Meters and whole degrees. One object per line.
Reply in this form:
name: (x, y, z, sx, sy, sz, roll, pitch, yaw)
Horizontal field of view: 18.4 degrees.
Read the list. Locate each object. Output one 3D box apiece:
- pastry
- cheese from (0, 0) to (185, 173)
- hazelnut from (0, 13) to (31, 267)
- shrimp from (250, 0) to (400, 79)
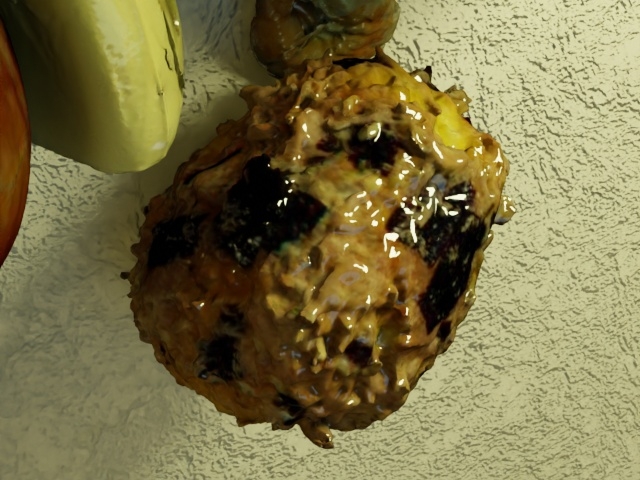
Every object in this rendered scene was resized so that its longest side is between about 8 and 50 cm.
pastry: (-0.002, 0.015, 1.906, 0.405, 0.337, 0.292, -41, 134, 12)
cheese: (-0.230, -0.217, 1.684, 0.128, 0.259, 0.316, -37, 136, -43)
hazelnut: (-0.437, -0.074, 1.568, 0.429, 0.402, 0.402, -25, 139, -56)
shrimp: (-0.011, -0.242, 1.904, 0.154, 0.062, 0.294, -29, 145, -1)
